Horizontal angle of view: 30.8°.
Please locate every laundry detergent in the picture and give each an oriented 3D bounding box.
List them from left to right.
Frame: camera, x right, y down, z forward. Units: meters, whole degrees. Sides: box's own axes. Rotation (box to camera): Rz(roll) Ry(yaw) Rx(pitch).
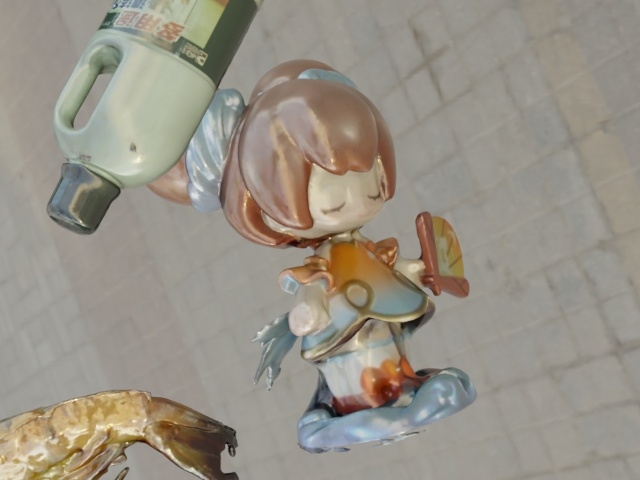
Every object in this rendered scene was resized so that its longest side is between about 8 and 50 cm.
[{"bbox_3d":[-0.128,-0.107,0.826,0.099,0.225,0.070,25,165,3],"label":"laundry detergent"}]

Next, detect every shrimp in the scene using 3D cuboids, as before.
[{"bbox_3d":[-0.131,0.184,0.839,0.178,0.289,0.075,-57,26,19],"label":"shrimp"}]

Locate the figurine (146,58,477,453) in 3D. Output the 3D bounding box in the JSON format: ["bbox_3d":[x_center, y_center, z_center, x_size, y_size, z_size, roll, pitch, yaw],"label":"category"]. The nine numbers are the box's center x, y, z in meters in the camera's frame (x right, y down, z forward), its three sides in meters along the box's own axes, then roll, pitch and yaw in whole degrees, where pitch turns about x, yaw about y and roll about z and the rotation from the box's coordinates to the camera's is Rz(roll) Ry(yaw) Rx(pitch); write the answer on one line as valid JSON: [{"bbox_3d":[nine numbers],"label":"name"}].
[{"bbox_3d":[0.002,0.000,1.181,0.248,0.277,0.388,-15,93,48],"label":"figurine"}]
